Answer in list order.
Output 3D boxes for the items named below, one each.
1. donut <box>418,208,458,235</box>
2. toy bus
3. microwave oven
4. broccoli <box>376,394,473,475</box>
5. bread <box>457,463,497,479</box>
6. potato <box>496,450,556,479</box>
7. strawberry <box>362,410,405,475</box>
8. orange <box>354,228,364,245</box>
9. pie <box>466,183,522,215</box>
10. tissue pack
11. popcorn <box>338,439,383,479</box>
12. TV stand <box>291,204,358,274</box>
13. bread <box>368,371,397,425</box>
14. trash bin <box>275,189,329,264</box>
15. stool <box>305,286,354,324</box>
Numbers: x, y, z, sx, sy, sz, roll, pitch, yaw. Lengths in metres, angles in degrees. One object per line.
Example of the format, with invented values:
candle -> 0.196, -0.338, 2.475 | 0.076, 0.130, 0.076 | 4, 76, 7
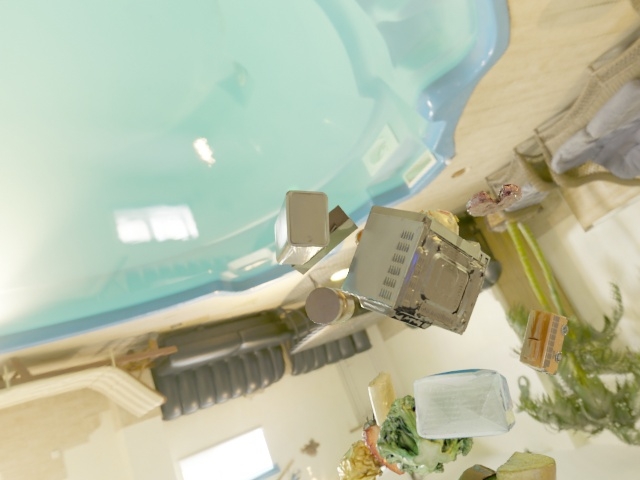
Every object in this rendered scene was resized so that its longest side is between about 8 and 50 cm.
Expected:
donut -> 0.464, 0.018, 2.036 | 0.150, 0.371, 0.307 | 24, 141, -14
toy bus -> 0.750, 0.341, 1.590 | 0.114, 0.201, 0.098 | 20, 172, -29
microwave oven -> 0.280, 0.094, 1.302 | 0.355, 0.287, 0.218 | 27, 171, -41
broccoli -> 0.322, 0.628, 1.497 | 0.294, 0.265, 0.245 | -18, 179, -7
bread -> 0.724, 1.209, 2.124 | 0.381, 0.367, 0.129 | -8, -176, -31
potato -> 0.911, 1.095, 2.025 | 0.212, 0.280, 0.330 | -12, 166, 36
strawberry -> 0.272, 0.875, 2.055 | 0.188, 0.286, 0.106 | -18, 166, -30
orange -> 0.166, -0.006, 1.728 | 0.083, 0.084, 0.083 | -20, 162, -7
pie -> 0.703, -0.162, 1.923 | 0.218, 0.054, 0.204 | -13, 159, -1
tissue pack -> 0.348, 0.389, 1.127 | 0.198, 0.146, 0.263 | -12, 157, 21
popcorn -> 0.189, 1.029, 2.155 | 0.250, 0.190, 0.250 | -46, 164, -17
TV stand -> 0.000, 0.000, 1.708 | 0.269, 0.088, 0.083 | -42, 141, 6
bread -> 0.256, 0.644, 1.930 | 0.060, 0.178, 0.139 | -7, -171, 44
trash bin -> -0.064, -0.026, 1.406 | 0.122, 0.164, 0.240 | 2, 162, -15
stool -> 0.052, 0.327, 2.360 | 0.179, 0.179, 0.264 | -27, 164, 14
